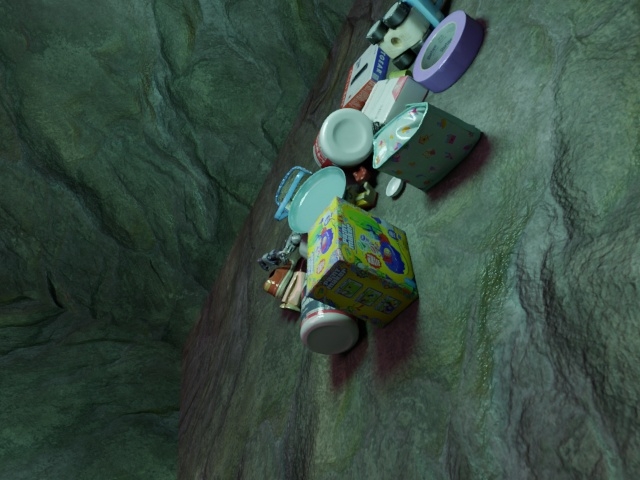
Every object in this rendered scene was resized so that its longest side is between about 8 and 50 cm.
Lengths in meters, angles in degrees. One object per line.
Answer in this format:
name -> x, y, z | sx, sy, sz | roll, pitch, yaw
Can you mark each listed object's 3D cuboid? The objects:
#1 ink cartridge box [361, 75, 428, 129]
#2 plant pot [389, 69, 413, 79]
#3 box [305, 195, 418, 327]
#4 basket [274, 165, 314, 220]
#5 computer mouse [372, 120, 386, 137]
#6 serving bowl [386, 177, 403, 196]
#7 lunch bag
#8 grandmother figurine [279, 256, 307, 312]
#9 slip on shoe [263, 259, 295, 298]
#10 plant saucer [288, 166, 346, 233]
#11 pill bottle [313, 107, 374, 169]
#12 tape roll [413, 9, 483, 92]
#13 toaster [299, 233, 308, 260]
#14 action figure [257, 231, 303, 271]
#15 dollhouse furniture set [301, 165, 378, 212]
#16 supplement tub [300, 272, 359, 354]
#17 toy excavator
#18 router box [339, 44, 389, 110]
ink cartridge box -> 0.290, -0.550, 1.907 | 0.207, 0.117, 0.283 | -63, 21, 5
plant pot -> 0.353, -0.700, 1.996 | 0.079, 0.083, 0.084 | -1, 65, 54
box -> 0.117, 0.065, 1.412 | 0.177, 0.279, 0.290 | -50, 26, 35
basket -> -0.109, -0.219, 2.206 | 0.255, 0.201, 0.289 | -57, -4, 17
computer mouse -> 0.271, -0.352, 1.703 | 0.272, 0.072, 0.189 | 14, 123, 61
serving bowl -> 0.274, -0.193, 1.675 | 0.083, 0.027, 0.083 | -51, 25, 35
lunch bag -> 0.319, -0.298, 1.407 | 0.262, 0.223, 0.160 | -40, 39, 48
grandmother figurine -> -0.084, 0.145, 2.066 | 0.207, 0.104, 0.343 | -7, 62, 56
slip on shoe -> -0.189, 0.168, 2.198 | 0.331, 0.101, 0.123 | -64, -4, -69
plant saucer -> -0.007, -0.161, 1.903 | 0.317, 0.043, 0.318 | -29, 44, 32
pill bottle -> 0.089, -0.412, 2.026 | 0.407, 0.228, 0.229 | 171, 123, -83
tape roll -> 0.461, -0.687, 1.692 | 0.275, 0.090, 0.275 | -51, 24, 34
toaster -> 0.000, 0.000, 1.938 | 0.146, 0.129, 0.227 | 17, 92, 60
action figure -> -0.162, 0.046, 2.123 | 0.285, 0.099, 0.185 | -33, 12, 42
dollhouse furniture set -> 0.107, -0.186, 1.962 | 0.373, 0.152, 0.202 | -12, 53, 44
supplement tub -> 0.029, 0.226, 1.566 | 0.191, 0.191, 0.272 | -51, 25, 33
toy excavator -> 0.450, -1.020, 1.963 | 0.446, 0.222, 0.432 | -62, 20, -17
router box -> 0.237, -0.857, 2.428 | 0.301, 0.082, 0.336 | -34, 37, 54
